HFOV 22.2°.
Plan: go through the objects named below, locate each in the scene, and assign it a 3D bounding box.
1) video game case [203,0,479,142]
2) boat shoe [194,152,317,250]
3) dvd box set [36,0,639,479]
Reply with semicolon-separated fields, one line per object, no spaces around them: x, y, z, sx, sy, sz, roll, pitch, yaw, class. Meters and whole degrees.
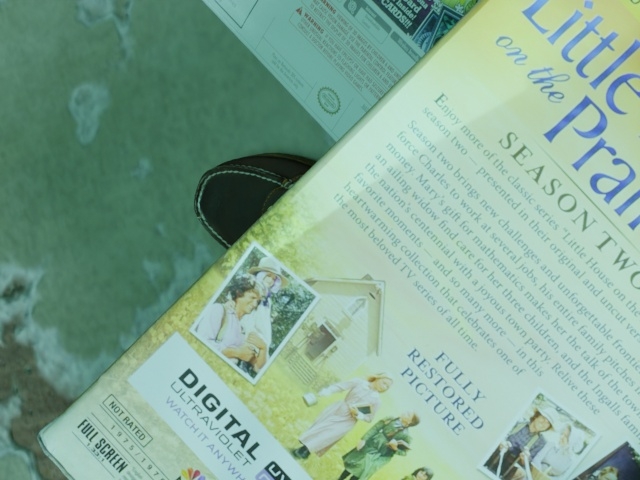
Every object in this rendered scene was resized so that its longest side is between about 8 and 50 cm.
0.045;-0.162;0.922;0.232;0.042;0.210;47;119;21;video game case
0.000;0.000;0.957;0.207;0.073;0.073;21;110;33;boat shoe
0.090;0.080;0.831;0.307;0.062;0.420;46;114;2;dvd box set
